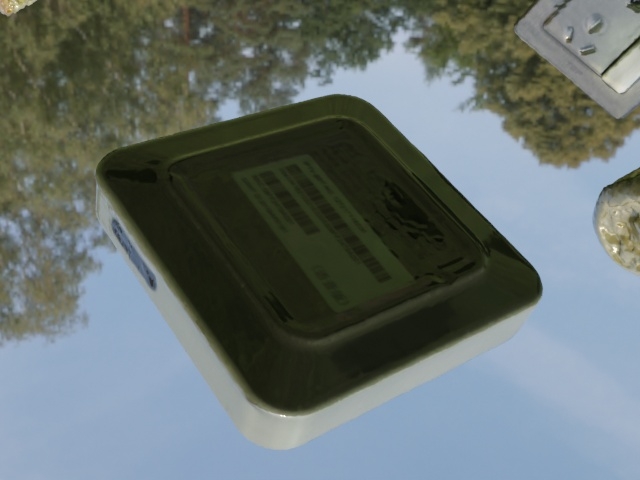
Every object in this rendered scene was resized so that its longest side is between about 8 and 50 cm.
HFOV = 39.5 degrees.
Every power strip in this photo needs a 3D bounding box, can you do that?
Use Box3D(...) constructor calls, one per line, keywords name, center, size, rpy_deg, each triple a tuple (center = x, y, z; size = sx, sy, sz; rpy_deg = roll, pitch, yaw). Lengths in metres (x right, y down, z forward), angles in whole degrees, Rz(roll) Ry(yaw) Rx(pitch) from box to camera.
Box3D(name="power strip", center=(0.491, -0.362, 1.464), size=(0.251, 0.257, 0.092), rpy_deg=(44, -136, 1))

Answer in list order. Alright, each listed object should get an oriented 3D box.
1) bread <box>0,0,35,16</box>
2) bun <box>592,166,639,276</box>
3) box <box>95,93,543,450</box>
Box3D(name="bread", center=(-0.414, -0.390, 1.210), size=(0.147, 0.127, 0.152), rpy_deg=(-33, -166, -17))
Box3D(name="bun", center=(0.536, -0.057, 1.132), size=(0.364, 0.364, 0.202), rpy_deg=(-26, -100, -35))
Box3D(name="box", center=(0.000, 0.000, 0.937), size=(0.373, 0.090, 0.367), rpy_deg=(-21, -123, -32))
